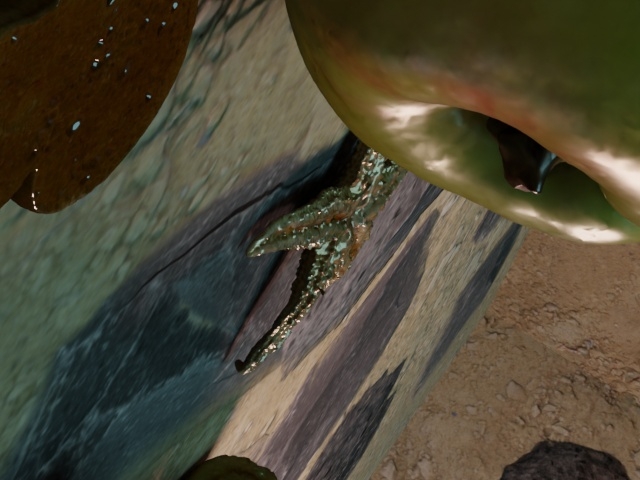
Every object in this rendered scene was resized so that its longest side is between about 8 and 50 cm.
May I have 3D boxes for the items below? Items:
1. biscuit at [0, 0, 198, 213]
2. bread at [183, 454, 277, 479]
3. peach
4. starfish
[{"bbox_3d":[-0.097,-0.063,0.525,0.124,0.026,0.175,-63,169,17],"label":"biscuit"},{"bbox_3d":[-0.106,0.292,1.260,0.172,0.103,0.132,-68,173,25],"label":"bread"},{"bbox_3d":[0.132,-0.152,0.621,0.282,0.314,0.315,-12,-117,47],"label":"peach"},{"bbox_3d":[0.004,0.004,1.100,0.295,0.048,0.231,-37,157,-59],"label":"starfish"}]
